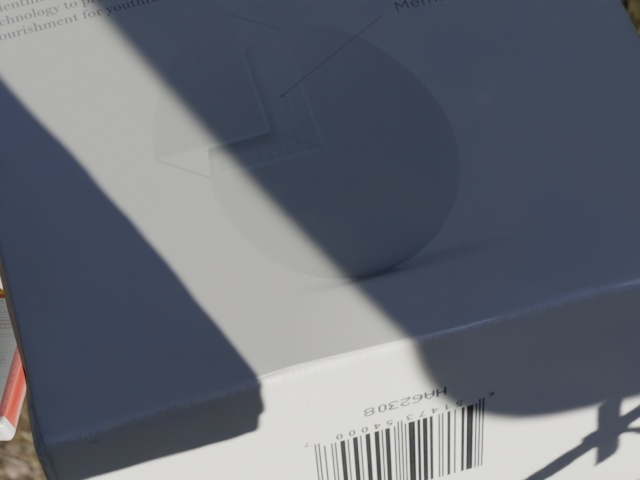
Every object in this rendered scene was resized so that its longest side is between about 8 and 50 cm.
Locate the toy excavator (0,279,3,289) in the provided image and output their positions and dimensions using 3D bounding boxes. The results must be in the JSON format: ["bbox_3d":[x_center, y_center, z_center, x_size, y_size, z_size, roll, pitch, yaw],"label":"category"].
[{"bbox_3d":[-0.213,-0.137,1.333,0.433,0.445,0.222,31,118,13],"label":"toy excavator"}]

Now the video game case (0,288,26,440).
[{"bbox_3d":[-0.302,0.031,1.546,0.204,0.025,0.285,-3,54,19],"label":"video game case"}]

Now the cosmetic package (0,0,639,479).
[{"bbox_3d":[-0.002,-0.016,0.690,0.224,0.138,0.224,-14,56,-6],"label":"cosmetic package"}]
